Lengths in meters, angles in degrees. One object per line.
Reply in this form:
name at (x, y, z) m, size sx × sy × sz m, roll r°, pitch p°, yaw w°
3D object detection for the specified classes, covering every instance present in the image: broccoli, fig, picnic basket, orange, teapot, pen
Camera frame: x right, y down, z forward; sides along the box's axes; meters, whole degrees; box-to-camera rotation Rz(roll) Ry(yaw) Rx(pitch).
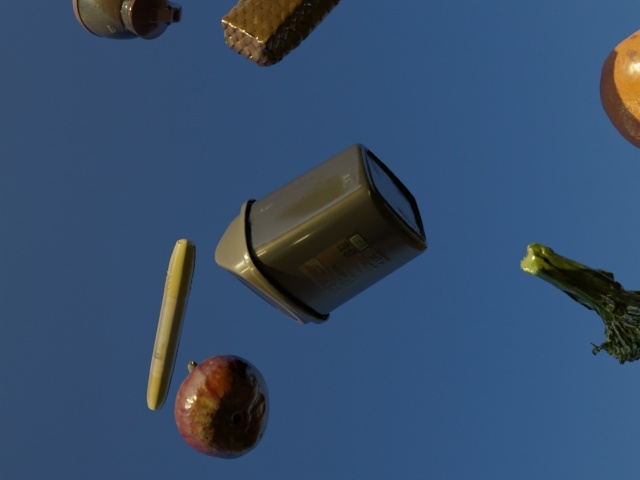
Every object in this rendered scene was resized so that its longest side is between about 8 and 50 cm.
broccoli at (0.515, 0.099, 1.381) m, size 0.304 × 0.145 × 0.165 m, roll 31°, pitch -120°, yaw 14°
fig at (-0.152, 0.246, 1.184) m, size 0.143 × 0.231 × 0.160 m, roll -9°, pitch -81°, yaw -1°
picnic basket at (-0.049, -0.336, 1.047) m, size 0.110 × 0.055 × 0.193 m, roll 36°, pitch -102°, yaw 25°
orange at (0.563, -0.243, 1.195) m, size 0.170 × 0.224 × 0.224 m, roll -45°, pitch -74°, yaw -15°
teapot at (-0.296, -0.360, 1.174) m, size 0.116 × 0.146 × 0.148 m, roll -63°, pitch -32°, yaw -3°
pen at (-0.189, 0.106, 0.926) m, size 0.032 × 0.040 × 0.233 m, roll 5°, pitch -70°, yaw -31°

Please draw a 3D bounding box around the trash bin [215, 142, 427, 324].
trash bin at (0.000, 0.000, 1.162) m, size 0.209 × 0.290 × 0.182 m, roll 43°, pitch -154°, yaw -35°
